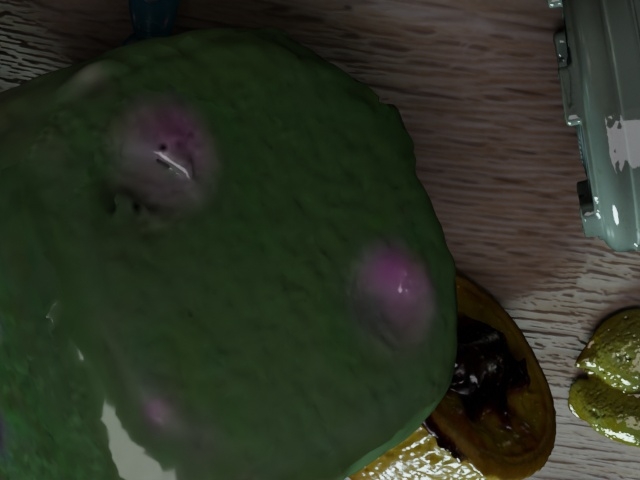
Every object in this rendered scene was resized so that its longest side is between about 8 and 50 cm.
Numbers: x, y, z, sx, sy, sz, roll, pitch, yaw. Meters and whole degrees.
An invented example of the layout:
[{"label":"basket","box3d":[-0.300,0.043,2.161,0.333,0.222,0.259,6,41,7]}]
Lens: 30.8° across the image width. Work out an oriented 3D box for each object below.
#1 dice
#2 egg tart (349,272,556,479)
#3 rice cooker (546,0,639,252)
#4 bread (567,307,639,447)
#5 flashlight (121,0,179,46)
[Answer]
[{"label":"dice","box3d":[-0.118,0.043,0.862,0.322,0.318,0.330,-23,92,53]},{"label":"egg tart","box3d":[0.102,0.143,1.062,0.215,0.215,0.171,34,128,-18]},{"label":"rice cooker","box3d":[0.295,-0.115,0.863,0.227,0.241,0.280,-9,158,13]},{"label":"bread","box3d":[0.340,0.139,1.127,0.187,0.065,0.149,4,118,2]},{"label":"flashlight","box3d":[-0.137,-0.190,0.947,0.051,0.051,0.129,6,118,-1]}]
